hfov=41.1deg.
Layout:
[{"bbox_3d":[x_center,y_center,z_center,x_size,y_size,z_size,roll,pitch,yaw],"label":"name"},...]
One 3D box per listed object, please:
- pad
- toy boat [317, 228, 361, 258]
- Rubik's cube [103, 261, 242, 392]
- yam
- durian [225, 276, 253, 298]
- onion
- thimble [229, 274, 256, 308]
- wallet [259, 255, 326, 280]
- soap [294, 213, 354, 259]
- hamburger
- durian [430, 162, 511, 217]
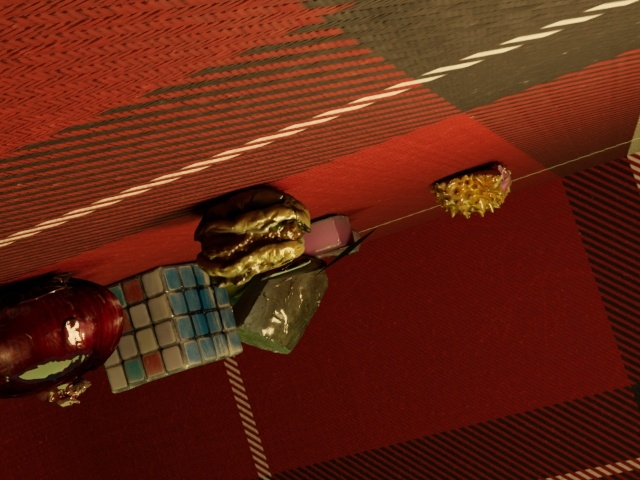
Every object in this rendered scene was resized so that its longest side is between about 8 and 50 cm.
[{"bbox_3d":[0.070,0.024,2.129,0.127,0.004,0.190,-42,174,33],"label":"pad"},{"bbox_3d":[0.000,0.000,2.374,0.228,0.085,0.155,-6,168,4],"label":"toy boat"},{"bbox_3d":[-0.386,0.206,2.118,0.253,0.258,0.256,-21,174,26],"label":"Rubik's cube"},{"bbox_3d":[-0.104,0.159,2.272,0.201,0.271,0.202,30,164,-22],"label":"yam"},{"bbox_3d":[-0.238,0.091,2.350,0.139,0.101,0.250,-55,-170,-20],"label":"durian"},{"bbox_3d":[-0.503,0.191,1.529,0.314,0.232,0.314,-15,177,-1],"label":"onion"},{"bbox_3d":[-0.201,0.155,2.594,0.143,0.198,0.235,-22,158,0],"label":"thimble"},{"bbox_3d":[-0.068,0.068,2.036,0.137,0.031,0.255,-16,175,7],"label":"wallet"},{"bbox_3d":[-0.060,0.012,2.096,0.259,0.081,0.181,-18,176,12],"label":"soap"},{"bbox_3d":[-0.106,-0.022,1.310,0.183,0.129,0.206,-16,-165,-1],"label":"hamburger"},{"bbox_3d":[0.380,-0.111,2.096,0.191,0.112,0.341,-21,178,16],"label":"durian"}]
